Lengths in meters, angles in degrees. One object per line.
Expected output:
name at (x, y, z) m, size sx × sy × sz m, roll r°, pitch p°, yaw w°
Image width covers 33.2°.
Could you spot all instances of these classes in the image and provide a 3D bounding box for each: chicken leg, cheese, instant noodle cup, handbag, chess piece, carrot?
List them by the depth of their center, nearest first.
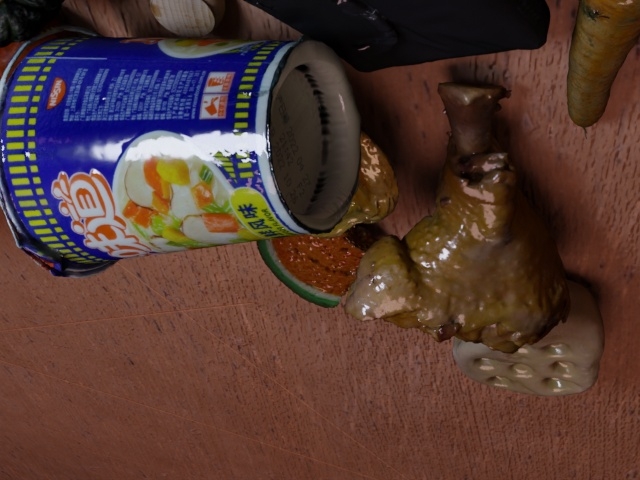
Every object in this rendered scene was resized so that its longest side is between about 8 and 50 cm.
handbag at (0.061, -0.241, 1.010) m, size 0.244 × 0.088 × 0.275 m, roll -5°, pitch 167°, yaw 36°
carrot at (0.283, -0.186, 1.085) m, size 0.078 × 0.078 × 0.298 m, roll 10°, pitch 153°, yaw 8°
instant noodle cup at (-0.136, -0.098, 1.127) m, size 0.312 × 0.284 × 0.284 m, roll 0°, pitch 146°, yaw 28°
chess piece at (-0.146, -0.260, 1.177) m, size 0.083 × 0.038 × 0.084 m, roll 12°, pitch 151°, yaw 7°
chicken leg at (0.158, -0.002, 1.281) m, size 0.295 × 0.182 × 0.409 m, roll -19°, pitch 133°, yaw -9°
cheese at (0.306, 0.140, 1.542) m, size 0.235 × 0.117 × 0.218 m, roll -19°, pitch 136°, yaw 42°

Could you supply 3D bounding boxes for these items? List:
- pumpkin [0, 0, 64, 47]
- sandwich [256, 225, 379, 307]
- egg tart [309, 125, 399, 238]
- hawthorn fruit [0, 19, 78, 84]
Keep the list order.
pumpkin at (-0.345, -0.292, 1.059) m, size 0.220 × 0.162 × 0.220 m, roll -25°, pitch 152°, yaw -14°
sandwich at (-0.010, -0.004, 1.499) m, size 0.159 × 0.079 × 0.235 m, roll -25°, pitch 135°, yaw 33°
egg tart at (-0.013, -0.099, 1.312) m, size 0.241 × 0.106 × 0.241 m, roll 13°, pitch 146°, yaw 9°
hawthorn fruit at (-0.370, -0.179, 1.249) m, size 0.185 × 0.202 × 0.185 m, roll 14°, pitch 142°, yaw 11°
